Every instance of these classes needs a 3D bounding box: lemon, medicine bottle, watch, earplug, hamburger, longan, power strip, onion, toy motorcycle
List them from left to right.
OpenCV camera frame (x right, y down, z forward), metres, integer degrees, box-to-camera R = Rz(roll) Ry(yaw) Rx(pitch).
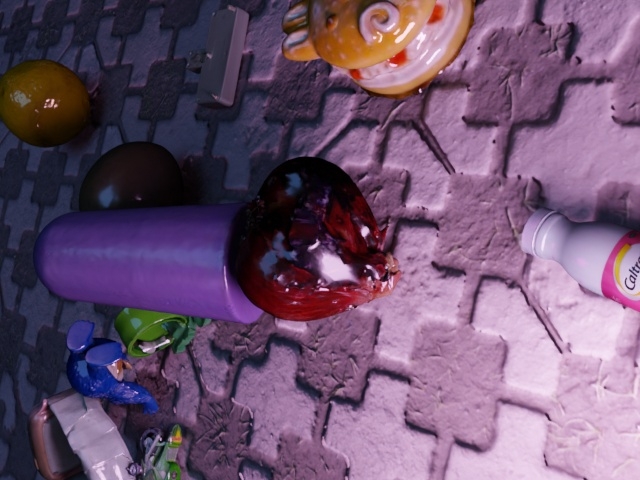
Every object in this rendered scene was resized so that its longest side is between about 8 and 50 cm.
[{"bbox_3d":[-0.733,-0.362,1.903,0.254,0.228,0.228,26,97,39],"label":"lemon"},{"bbox_3d":[-0.480,0.451,1.489,0.241,0.162,0.253,19,120,45],"label":"watch"},{"bbox_3d":[-0.401,-0.096,1.542,0.248,0.248,0.248,-13,71,40],"label":"longan"},{"bbox_3d":[-0.324,0.034,1.329,0.456,0.215,0.215,1,79,19],"label":"earplug"},{"bbox_3d":[-0.325,0.150,1.440,0.165,0.152,0.131,-49,61,30],"label":"watch"},{"bbox_3d":[-0.316,0.462,1.417,0.106,0.074,0.190,-13,69,30],"label":"toy motorcycle"},{"bbox_3d":[-0.238,-0.397,1.575,0.145,0.061,0.215,3,81,42],"label":"power strip"},{"bbox_3d":[-0.020,-0.004,1.175,0.281,0.221,0.280,-4,68,11],"label":"onion"},{"bbox_3d":[0.084,-0.383,1.196,0.303,0.186,0.260,-7,74,43],"label":"hamburger"},{"bbox_3d":[0.360,0.024,0.900,0.217,0.090,0.090,28,98,43],"label":"medicine bottle"}]

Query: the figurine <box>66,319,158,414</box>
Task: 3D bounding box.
[{"bbox_3d":[-0.443,0.274,1.470,0.121,0.262,0.164,-37,49,-19],"label":"figurine"}]
